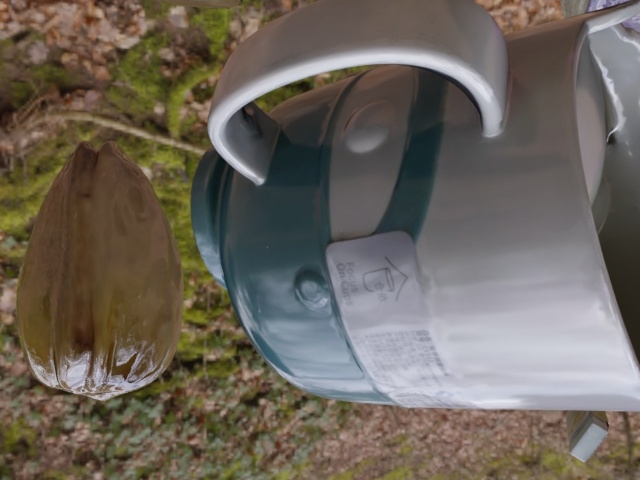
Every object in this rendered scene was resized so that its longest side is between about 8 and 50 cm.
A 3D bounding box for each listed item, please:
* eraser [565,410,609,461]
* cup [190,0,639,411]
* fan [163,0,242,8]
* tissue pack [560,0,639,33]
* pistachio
[{"bbox_3d":[0.236,0.162,0.671,0.019,0.038,0.083,34,-163,9],"label":"eraser"},{"bbox_3d":[0.064,-0.022,0.444,0.257,0.219,0.290,-8,146,30],"label":"cup"},{"bbox_3d":[-0.047,-0.109,0.232,0.152,0.008,0.226,10,180,-38],"label":"fan"},{"bbox_3d":[0.438,-0.324,0.785,0.343,0.125,0.242,-10,167,8],"label":"tissue pack"},{"bbox_3d":[-0.220,0.034,0.774,0.162,0.261,0.213,6,171,-9],"label":"pistachio"}]
